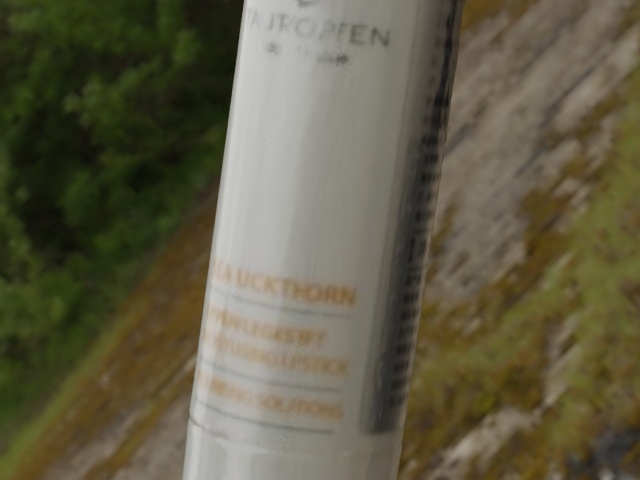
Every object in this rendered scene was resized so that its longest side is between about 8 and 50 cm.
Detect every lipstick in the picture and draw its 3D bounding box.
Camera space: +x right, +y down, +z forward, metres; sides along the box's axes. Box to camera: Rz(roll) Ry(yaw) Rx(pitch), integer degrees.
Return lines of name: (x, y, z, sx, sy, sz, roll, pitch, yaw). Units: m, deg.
lipstick: (0.000, 0.000, 0.339, 0.040, 0.040, 0.141, -130, 47, -79)
